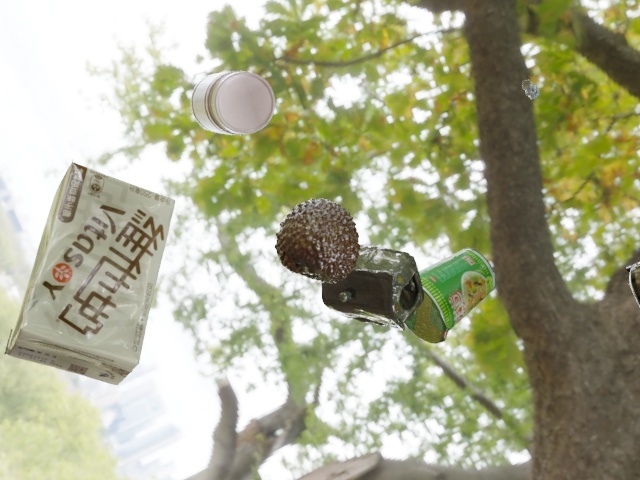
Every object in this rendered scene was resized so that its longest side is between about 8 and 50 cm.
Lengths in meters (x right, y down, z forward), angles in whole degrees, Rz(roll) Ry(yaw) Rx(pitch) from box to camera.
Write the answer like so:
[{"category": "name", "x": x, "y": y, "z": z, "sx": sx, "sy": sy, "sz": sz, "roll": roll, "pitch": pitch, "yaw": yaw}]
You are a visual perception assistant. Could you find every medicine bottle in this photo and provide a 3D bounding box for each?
[{"category": "medicine bottle", "x": -0.186, "y": -0.286, "z": 1.940, "sx": 0.133, "sy": 0.133, "sz": 0.250, "roll": 69, "pitch": -13, "yaw": -13}]

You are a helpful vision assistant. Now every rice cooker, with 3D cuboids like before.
[{"category": "rice cooker", "x": 0.821, "y": 0.114, "z": 2.277, "sx": 0.106, "sy": 0.112, "sz": 0.165, "roll": -24, "pitch": -81, "yaw": 41}]

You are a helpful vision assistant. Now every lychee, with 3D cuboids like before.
[{"category": "lychee", "x": 0.000, "y": 0.000, "z": 1.968, "sx": 0.188, "sy": 0.188, "sz": 0.188, "roll": 57, "pitch": -17, "yaw": 29}]

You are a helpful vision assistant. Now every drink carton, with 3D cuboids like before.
[{"category": "drink carton", "x": -0.373, "y": 0.051, "z": 1.542, "sx": 0.132, "sy": 0.194, "sz": 0.324, "roll": -44, "pitch": -147, "yaw": 53}]

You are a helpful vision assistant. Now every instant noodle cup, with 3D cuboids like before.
[{"category": "instant noodle cup", "x": 0.347, "y": 0.139, "z": 2.526, "sx": 0.207, "sy": 0.233, "sz": 0.207, "roll": 40, "pitch": -33, "yaw": 34}]

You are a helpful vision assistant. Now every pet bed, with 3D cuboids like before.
[{"category": "pet bed", "x": 0.123, "y": 0.120, "z": 2.246, "sx": 0.211, "sy": 0.159, "sz": 0.183, "roll": 11, "pitch": -46, "yaw": 31}]

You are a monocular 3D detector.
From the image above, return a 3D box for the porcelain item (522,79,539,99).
[{"category": "porcelain item", "x": 0.542, "y": -0.387, "z": 2.396, "sx": 0.028, "sy": 0.036, "sz": 0.083, "roll": 23, "pitch": 3, "yaw": 33}]
